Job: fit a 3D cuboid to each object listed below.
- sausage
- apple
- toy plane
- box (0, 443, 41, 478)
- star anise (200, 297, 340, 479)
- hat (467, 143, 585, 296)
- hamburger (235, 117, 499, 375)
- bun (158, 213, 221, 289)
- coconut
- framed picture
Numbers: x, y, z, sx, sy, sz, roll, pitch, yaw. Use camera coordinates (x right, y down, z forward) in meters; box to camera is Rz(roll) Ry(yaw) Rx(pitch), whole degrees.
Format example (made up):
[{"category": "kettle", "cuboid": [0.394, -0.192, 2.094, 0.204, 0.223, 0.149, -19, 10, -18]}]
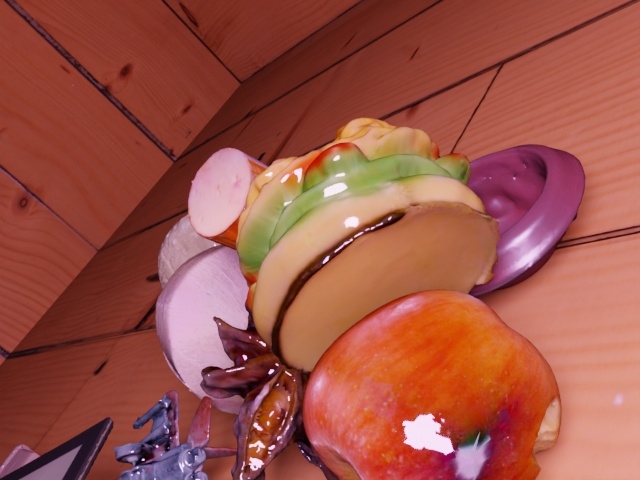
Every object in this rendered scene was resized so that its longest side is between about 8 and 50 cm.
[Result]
[{"category": "sausage", "cuboid": [0.000, 0.000, 0.814, 0.093, 0.312, 0.093, -16, 63, 35]}, {"category": "apple", "cuboid": [0.088, 0.126, 0.566, 0.199, 0.199, 0.199, -38, 21, 17]}, {"category": "toy plane", "cuboid": [-0.216, 0.305, 0.860, 0.326, 0.104, 0.222, -31, 55, 28]}, {"category": "box", "cuboid": [-0.504, 0.417, 1.266, 0.062, 0.089, 0.122, -10, 39, 41]}, {"category": "star anise", "cuboid": [-0.009, 0.135, 0.736, 0.220, 0.214, 0.099, -10, -18, -27]}, {"category": "hat", "cuboid": [0.181, -0.010, 0.765, 0.205, 0.089, 0.205, -33, 27, 19]}, {"category": "hamburger", "cuboid": [0.030, -0.005, 0.648, 0.237, 0.237, 0.149, -39, 54, 14]}, {"category": "bun", "cuboid": [-0.122, 0.049, 1.080, 0.220, 0.220, 0.134, -41, 38, 10]}, {"category": "coconut", "cuboid": [-0.083, 0.102, 0.897, 0.224, 0.224, 0.234, -54, 20, -24]}, {"category": "framed picture", "cuboid": [-0.402, 0.363, 0.876, 0.347, 0.016, 0.265, -32, 21, 27]}]
